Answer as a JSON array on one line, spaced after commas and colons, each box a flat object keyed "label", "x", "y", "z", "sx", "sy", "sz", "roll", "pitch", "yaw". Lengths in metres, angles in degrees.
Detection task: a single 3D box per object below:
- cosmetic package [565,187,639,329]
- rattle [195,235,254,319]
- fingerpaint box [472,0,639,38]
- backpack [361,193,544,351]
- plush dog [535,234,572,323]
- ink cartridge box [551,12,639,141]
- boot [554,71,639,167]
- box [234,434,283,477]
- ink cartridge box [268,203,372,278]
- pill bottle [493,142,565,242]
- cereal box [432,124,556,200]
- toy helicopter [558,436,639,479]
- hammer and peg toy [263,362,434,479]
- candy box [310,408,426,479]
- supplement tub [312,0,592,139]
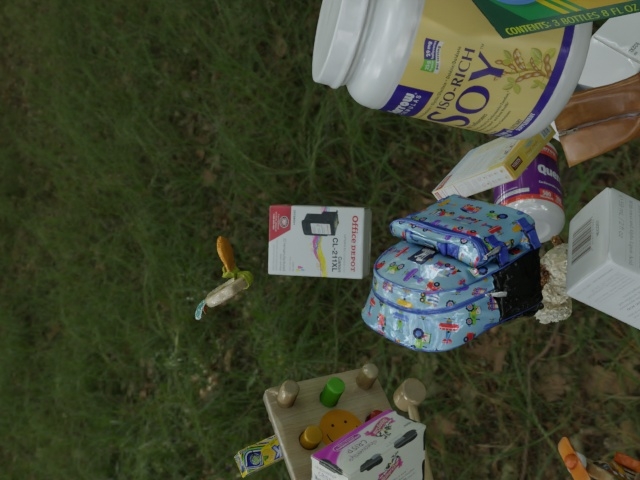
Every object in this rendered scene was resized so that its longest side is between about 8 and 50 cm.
[{"label": "cosmetic package", "x": 0.403, "y": 0.046, "z": 0.717, "sx": 0.085, "sy": 0.231, "sz": 0.117, "roll": 119, "pitch": 172, "yaw": -54}, {"label": "rattle", "x": -0.270, "y": 0.099, "z": 1.533, "sx": 0.199, "sy": 0.143, "sz": 0.130, "roll": -23, "pitch": 28, "yaw": 46}, {"label": "fingerpaint box", "x": 0.265, "y": -0.345, "z": 0.453, "sx": 0.444, "sy": 0.371, "sz": 0.163, "roll": 3, "pitch": 73, "yaw": 43}, {"label": "backpack", "x": 0.129, "y": 0.037, "z": 0.669, "sx": 0.158, "sy": 0.173, "sz": 0.117, "roll": 26, "pitch": 133, "yaw": 52}, {"label": "plush dog", "x": 0.600, "y": 0.065, "z": 1.492, "sx": 0.262, "sy": 0.225, "sz": 0.211, "roll": -23, "pitch": 72, "yaw": 19}, {"label": "ink cartridge box", "x": 0.684, "y": -0.387, "z": 1.481, "sx": 0.129, "sy": 0.223, "sz": 0.307, "roll": 38, "pitch": 154, "yaw": 18}, {"label": "boot", "x": 0.583, "y": -0.186, "z": 1.122, "sx": 0.280, "sy": 0.264, "sz": 0.096, "roll": -21, "pitch": 32, "yaw": 27}, {"label": "box", "x": -0.107, "y": 0.478, "z": 1.433, "sx": 0.054, "sy": 0.168, "sz": 0.059, "roll": 62, "pitch": 151, "yaw": 20}, {"label": "ink cartridge box", "x": 0.000, "y": 0.000, "z": 1.132, "sx": 0.175, "sy": 0.072, "sz": 0.128, "roll": 2, "pitch": 92, "yaw": 13}, {"label": "pill bottle", "x": 0.574, "y": -0.161, "z": 1.747, "sx": 0.181, "sy": 0.181, "sz": 0.323, "roll": -28, "pitch": 43, "yaw": 43}, {"label": "cereal box", "x": 0.370, "y": -0.166, "z": 1.359, "sx": 0.173, "sy": 0.047, "sz": 0.240, "roll": -45, "pitch": 11, "yaw": -25}, {"label": "toy helicopter", "x": 0.767, "y": 0.631, "z": 1.682, "sx": 0.234, "sy": 0.355, "sz": 0.140, "roll": 23, "pitch": 85, "yaw": 14}, {"label": "hammer and peg toy", "x": 0.092, "y": 0.378, "z": 1.243, "sx": 0.266, "sy": 0.361, "sz": 0.127, "roll": 65, "pitch": 148, "yaw": 36}, {"label": "candy box", "x": 0.066, "y": 0.368, "z": 0.841, "sx": 0.071, "sy": 0.159, "sz": 0.234, "roll": 14, "pitch": 111, "yaw": 43}, {"label": "supplement tub", "x": 0.172, "y": -0.288, "z": 0.880, "sx": 0.241, "sy": 0.331, "sz": 0.241, "roll": -170, "pitch": 90, "yaw": -79}]
